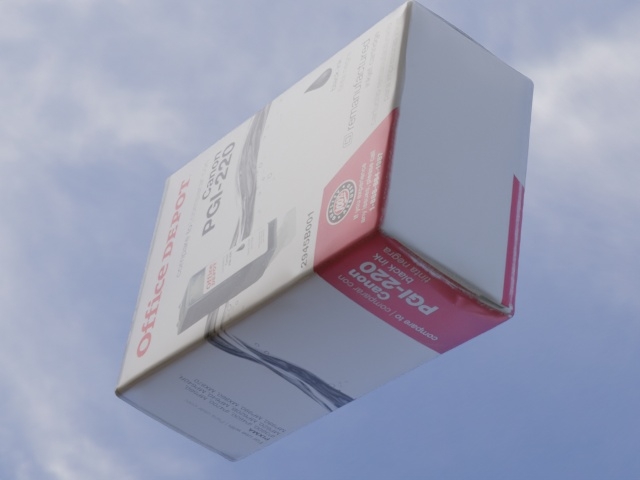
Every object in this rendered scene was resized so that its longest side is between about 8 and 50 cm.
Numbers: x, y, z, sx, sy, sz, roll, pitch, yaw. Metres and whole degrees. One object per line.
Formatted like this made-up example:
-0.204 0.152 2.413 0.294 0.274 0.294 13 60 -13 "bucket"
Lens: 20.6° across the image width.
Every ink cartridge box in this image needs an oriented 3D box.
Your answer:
0.000 0.000 0.915 0.218 0.092 0.158 -34 -145 42 "ink cartridge box"
